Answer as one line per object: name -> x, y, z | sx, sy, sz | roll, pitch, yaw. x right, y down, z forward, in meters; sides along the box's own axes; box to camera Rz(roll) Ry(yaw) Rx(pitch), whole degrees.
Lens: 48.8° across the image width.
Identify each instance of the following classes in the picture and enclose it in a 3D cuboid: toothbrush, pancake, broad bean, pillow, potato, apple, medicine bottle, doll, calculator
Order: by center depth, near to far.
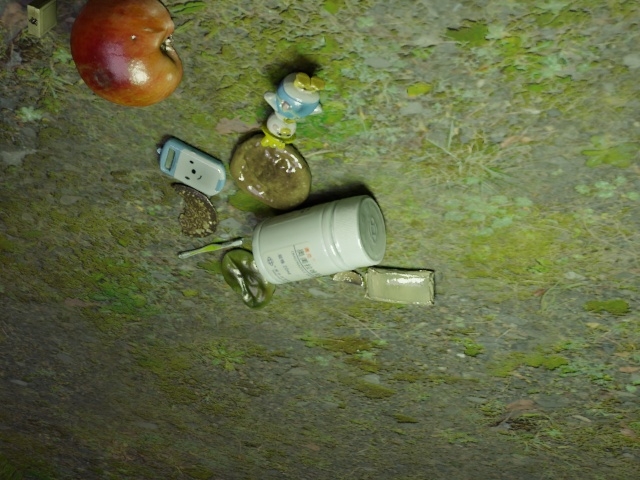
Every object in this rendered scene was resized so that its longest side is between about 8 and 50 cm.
apple -> -0.480, -0.443, 1.709 | 0.251, 0.163, 0.293 | 0, 131, 23
doll -> -0.074, -0.314, 1.710 | 0.099, 0.135, 0.241 | 48, 134, 16
pancake -> -0.139, -0.174, 1.886 | 0.241, 0.050, 0.242 | 11, 131, 13
medicine bottle -> 0.000, 0.000, 1.888 | 0.332, 0.190, 0.190 | -13, 124, 31
calculator -> -0.358, -0.204, 1.954 | 0.210, 0.039, 0.121 | 28, 132, -2
pillow -> 0.222, 0.131, 2.008 | 0.208, 0.053, 0.119 | 5, 127, 17
potato -> 0.080, 0.104, 2.060 | 0.093, 0.036, 0.037 | 11, 98, -12
pancake -> -0.384, -0.081, 2.085 | 0.184, 0.020, 0.190 | 35, 132, -11
toothbrush -> -0.339, 0.026, 2.155 | 0.262, 0.026, 0.022 | -14, 117, 30
broad bean -> -0.216, 0.118, 2.157 | 0.153, 0.072, 0.207 | -16, 121, 17

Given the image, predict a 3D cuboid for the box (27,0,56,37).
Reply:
box -> -0.689, -0.556, 1.745 | 0.035, 0.083, 0.079 | 22, 133, 2
